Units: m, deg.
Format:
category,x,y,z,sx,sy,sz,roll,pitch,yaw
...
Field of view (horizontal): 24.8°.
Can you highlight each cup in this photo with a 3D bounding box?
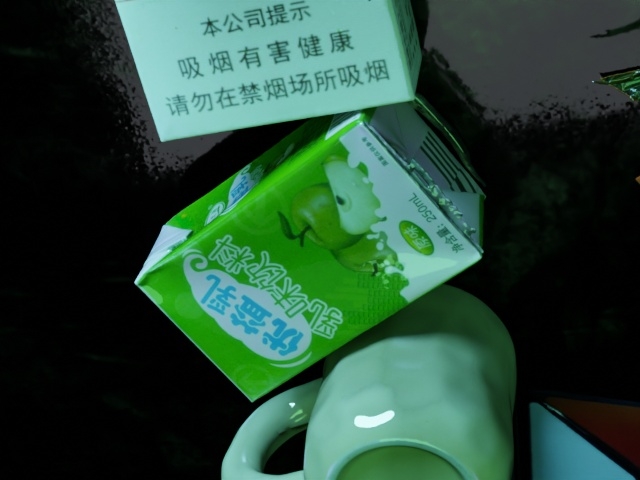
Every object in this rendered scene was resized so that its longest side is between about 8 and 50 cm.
category,x,y,z,sx,sy,sz,roll,pitch,yaw
cup,0.038,0.151,1.243,0.255,0.202,0.173,3,122,8

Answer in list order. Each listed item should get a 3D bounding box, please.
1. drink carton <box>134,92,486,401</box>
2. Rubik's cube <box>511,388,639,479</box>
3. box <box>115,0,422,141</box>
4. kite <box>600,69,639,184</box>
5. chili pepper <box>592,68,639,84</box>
category,x,y,z,sx,sy,sz,roll,pitch,yaw
drink carton,0.000,0.000,1.213,0.271,0.108,0.161,-33,109,27
Rubik's cube,0.272,0.304,1.275,0.250,0.248,0.246,8,123,3
box,-0.062,-0.250,1.077,0.210,0.095,0.330,-8,118,13
kite,0.312,-0.095,1.161,0.190,0.010,0.159,32,122,-10
chili pepper,0.292,-0.158,1.084,0.192,0.084,0.086,-26,82,20
